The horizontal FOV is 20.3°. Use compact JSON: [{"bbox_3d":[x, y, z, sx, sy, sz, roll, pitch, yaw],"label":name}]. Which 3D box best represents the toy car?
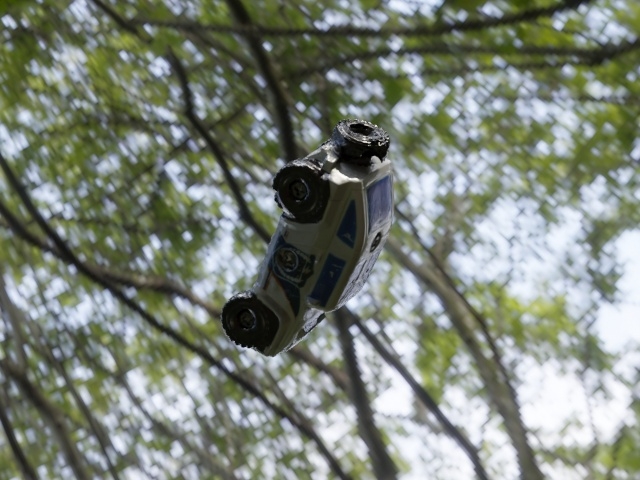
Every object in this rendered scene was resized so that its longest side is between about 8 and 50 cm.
[{"bbox_3d":[0.000,0.000,1.171,0.080,0.070,0.171,-33,-30,-60],"label":"toy car"}]
